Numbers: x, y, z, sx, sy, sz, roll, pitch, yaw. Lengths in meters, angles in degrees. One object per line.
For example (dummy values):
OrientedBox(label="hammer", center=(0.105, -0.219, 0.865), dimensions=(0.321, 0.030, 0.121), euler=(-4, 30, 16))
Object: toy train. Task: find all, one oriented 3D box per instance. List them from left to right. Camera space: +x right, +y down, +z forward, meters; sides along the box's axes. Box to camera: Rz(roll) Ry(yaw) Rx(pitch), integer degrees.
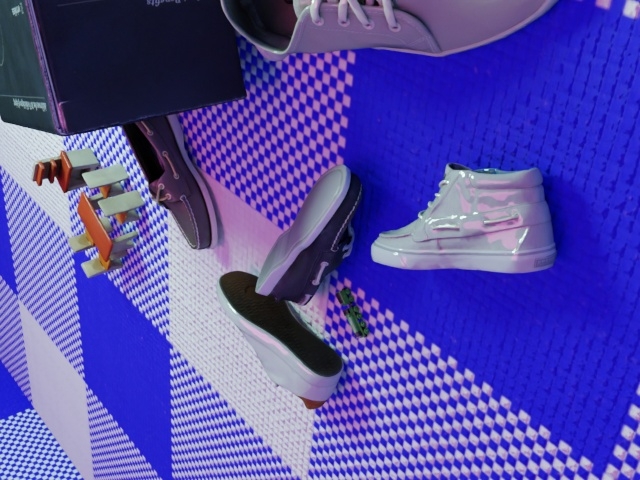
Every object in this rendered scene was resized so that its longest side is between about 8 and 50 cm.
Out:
OrientedBox(label="toy train", center=(0.048, 0.111, 1.238), dimensions=(0.017, 0.023, 0.083), euler=(-34, 78, 54))

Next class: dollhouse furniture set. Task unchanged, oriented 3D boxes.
OrientedBox(label="dollhouse furniture set", center=(-0.529, -0.073, 1.826), dimensions=(0.259, 0.135, 0.262), euler=(56, 143, 18))

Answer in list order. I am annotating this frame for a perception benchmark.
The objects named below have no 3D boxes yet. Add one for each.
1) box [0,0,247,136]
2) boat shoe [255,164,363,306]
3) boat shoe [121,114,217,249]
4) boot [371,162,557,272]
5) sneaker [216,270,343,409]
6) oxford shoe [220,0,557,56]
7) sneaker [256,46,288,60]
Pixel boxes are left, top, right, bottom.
OrientedBox(label="box", center=(-0.374, -0.428, 1.258), dimensions=(0.480, 0.297, 0.472), euler=(19, 120, 58))
OrientedBox(label="boat shoe", center=(0.000, 0.000, 1.195), dimensions=(0.302, 0.091, 0.114), euler=(-48, 24, 53))
OrientedBox(label="boat shoe", center=(-0.282, -0.115, 1.511), dimensions=(0.109, 0.091, 0.305), euler=(-28, 83, 55))
OrientedBox(label="boot", center=(0.160, -0.032, 0.973), dimensions=(0.258, 0.095, 0.124), euler=(0, 101, 45))
OrientedBox(label="sneaker", center=(-0.088, 0.174, 1.379), dimensions=(0.290, 0.105, 0.123), euler=(44, 135, 30))
OrientedBox(label="oxford shoe", center=(0.058, -0.282, 0.905), dimensions=(0.449, 0.130, 0.169), euler=(7, 111, 39))
OrientedBox(label="sneaker", center=(-0.038, -0.337, 1.095), dimensions=(0.094, 0.080, 0.212), euler=(27, 126, 30))
